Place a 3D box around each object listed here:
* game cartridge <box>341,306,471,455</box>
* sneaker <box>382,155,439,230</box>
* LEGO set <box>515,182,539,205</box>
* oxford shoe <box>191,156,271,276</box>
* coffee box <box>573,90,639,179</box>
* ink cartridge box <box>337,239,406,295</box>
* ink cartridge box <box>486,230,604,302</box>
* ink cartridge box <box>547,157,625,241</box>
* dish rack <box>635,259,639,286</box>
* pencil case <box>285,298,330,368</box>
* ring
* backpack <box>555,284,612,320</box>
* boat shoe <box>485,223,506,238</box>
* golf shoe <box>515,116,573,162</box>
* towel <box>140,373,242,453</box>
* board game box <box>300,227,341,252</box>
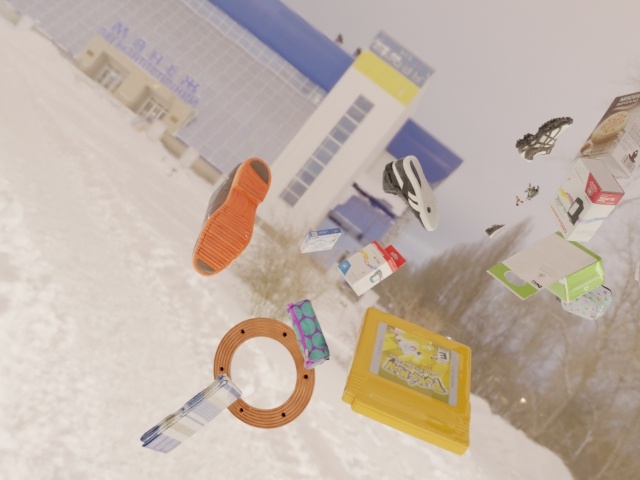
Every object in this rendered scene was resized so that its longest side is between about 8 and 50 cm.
[{"bbox_3d":[0.208,0.307,1.502,0.285,0.052,0.323,22,30,0],"label":"game cartridge"},{"bbox_3d":[0.244,-0.124,1.829,0.121,0.079,0.217,-11,-75,44],"label":"sneaker"},{"bbox_3d":[0.530,-0.114,1.666,0.023,0.083,0.054,37,-10,44],"label":"LEGO set"},{"bbox_3d":[-0.254,-0.057,1.777,0.130,0.363,0.133,42,-31,-28],"label":"oxford shoe"},{"bbox_3d":[0.830,-0.287,1.808,0.098,0.246,0.141,42,-15,-18],"label":"coffee box"},{"bbox_3d":[0.199,0.092,2.533,0.134,0.231,0.078,51,-5,48],"label":"ink cartridge box"},{"bbox_3d":[0.632,0.099,1.861,0.189,0.255,0.097,51,-15,58],"label":"ink cartridge box"},{"bbox_3d":[0.661,-0.100,1.651,0.072,0.175,0.127,2,46,-17],"label":"ink cartridge box"},{"bbox_3d":[0.810,-0.008,1.490,0.285,0.333,0.072,17,-11,-34],"label":"dish rack"},{"bbox_3d":[-0.029,0.214,1.514,0.070,0.064,0.151,3,61,-57],"label":"pencil case"},{"bbox_3d":[-0.170,0.399,1.991,0.336,0.336,0.032,38,11,15],"label":"ring"},{"bbox_3d":[0.908,0.195,2.276,0.182,0.115,0.152,28,-31,40],"label":"backpack"},{"bbox_3d":[0.658,-0.043,2.473,0.038,0.046,0.125,47,43,17],"label":"boat shoe"},{"bbox_3d":[0.751,-0.335,2.179,0.094,0.198,0.077,54,19,-21],"label":"golf shoe"},{"bbox_3d":[-0.352,0.486,1.832,0.034,0.285,0.209,49,-10,23],"label":"towel"},{"bbox_3d":[0.000,0.000,1.752,0.090,0.090,0.020,122,-45,-54],"label":"board game box"}]
